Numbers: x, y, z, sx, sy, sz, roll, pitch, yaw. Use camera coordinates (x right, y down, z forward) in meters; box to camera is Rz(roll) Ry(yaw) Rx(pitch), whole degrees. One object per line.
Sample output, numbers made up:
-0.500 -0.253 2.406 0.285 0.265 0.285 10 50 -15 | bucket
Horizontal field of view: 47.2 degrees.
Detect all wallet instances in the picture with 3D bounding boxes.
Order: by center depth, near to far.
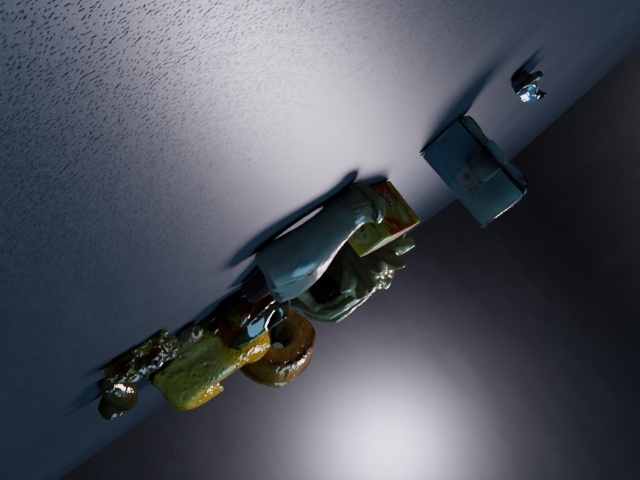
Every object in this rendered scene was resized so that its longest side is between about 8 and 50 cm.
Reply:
0.386 -0.173 1.838 0.075 0.250 0.176 -34 173 -46 | wallet

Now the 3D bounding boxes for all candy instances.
0.139 -0.060 1.835 0.088 0.146 0.276 -39 174 26 | candy

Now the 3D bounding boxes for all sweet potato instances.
-0.528 0.408 1.902 0.112 0.085 0.286 -29 170 -20 | sweet potato

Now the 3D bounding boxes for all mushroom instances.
0.000 0.000 1.649 0.328 0.122 0.159 -38 165 -5 | mushroom

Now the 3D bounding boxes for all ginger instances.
-0.367 0.272 1.935 0.173 0.051 0.069 -42 168 27 | ginger

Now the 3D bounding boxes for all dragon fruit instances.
-0.194 0.204 2.051 0.295 0.130 0.268 -35 178 -15 | dragon fruit

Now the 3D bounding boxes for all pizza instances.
-0.420 0.288 1.702 0.154 0.069 0.194 -41 173 38 | pizza

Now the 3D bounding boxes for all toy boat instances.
0.528 -0.388 1.831 0.077 0.075 0.185 -36 169 23 | toy boat

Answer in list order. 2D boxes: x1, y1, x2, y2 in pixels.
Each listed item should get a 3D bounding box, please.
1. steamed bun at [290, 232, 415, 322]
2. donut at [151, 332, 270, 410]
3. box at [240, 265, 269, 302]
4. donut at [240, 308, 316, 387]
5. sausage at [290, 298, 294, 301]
0.118 0.057 2.030 0.428 0.247 0.189 -46 157 -18 | steamed bun
-0.357 0.405 2.383 0.435 0.164 0.377 -39 172 16 | donut
-0.102 0.068 1.819 0.120 0.069 0.224 -30 172 -43 | box
-0.161 0.380 2.672 0.299 0.317 0.150 12 133 -20 | donut
-0.012 0.168 2.639 0.241 0.136 0.120 -36 -179 31 | sausage
